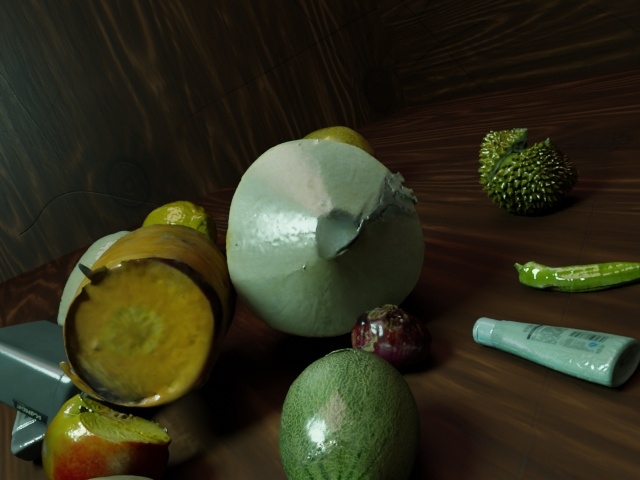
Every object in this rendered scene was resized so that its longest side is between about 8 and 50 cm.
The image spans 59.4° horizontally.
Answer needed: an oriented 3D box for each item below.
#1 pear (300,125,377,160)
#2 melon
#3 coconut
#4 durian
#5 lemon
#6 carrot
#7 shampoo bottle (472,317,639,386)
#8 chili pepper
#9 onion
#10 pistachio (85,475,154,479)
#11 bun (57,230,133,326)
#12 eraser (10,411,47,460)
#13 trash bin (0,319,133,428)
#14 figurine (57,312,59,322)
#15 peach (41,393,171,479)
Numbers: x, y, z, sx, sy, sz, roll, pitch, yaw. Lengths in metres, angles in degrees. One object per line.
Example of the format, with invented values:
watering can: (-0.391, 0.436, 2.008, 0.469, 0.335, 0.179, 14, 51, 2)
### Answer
pear: (0.039, -0.194, 1.594, 0.271, 0.271, 0.271, -19, 16, 6)
melon: (0.029, 0.183, 0.558, 0.139, 0.139, 0.192, -15, 17, 17)
coconut: (0.000, 0.000, 0.862, 0.323, 0.323, 0.323, -19, 16, 6)
durian: (0.408, -0.116, 1.117, 0.237, 0.138, 0.193, 19, -7, -34)
lemon: (-0.406, -0.008, 1.594, 0.260, 0.204, 0.204, -25, 11, 36)
carrot: (-0.230, 0.089, 0.819, 0.224, 0.224, 0.340, -23, 9, -9)
shampoo bottle: (0.261, 0.122, 0.653, 0.069, 0.041, 0.190, -35, 21, -28)
chili pepper: (0.367, 0.050, 0.775, 0.208, 0.043, 0.049, -2, -1, 36)
onion: (0.092, 0.133, 0.742, 0.107, 0.097, 0.107, 12, -6, 1)
pistachio: (-0.231, 0.293, 0.528, 0.206, 0.131, 0.129, -22, 7, 12)
bun: (-0.340, 0.116, 1.079, 0.205, 0.281, 0.281, 14, 28, 18)
eraser: (-0.466, 0.281, 0.971, 0.089, 0.061, 0.352, -24, 17, -18)
trash bin: (-0.395, 0.207, 0.867, 0.236, 0.101, 0.177, 18, 7, 14)
figurine: (-0.530, 0.169, 1.329, 0.271, 0.143, 0.143, -53, 16, 5)
peach: (-0.250, 0.249, 0.639, 0.151, 0.151, 0.118, 1, 64, 51)
